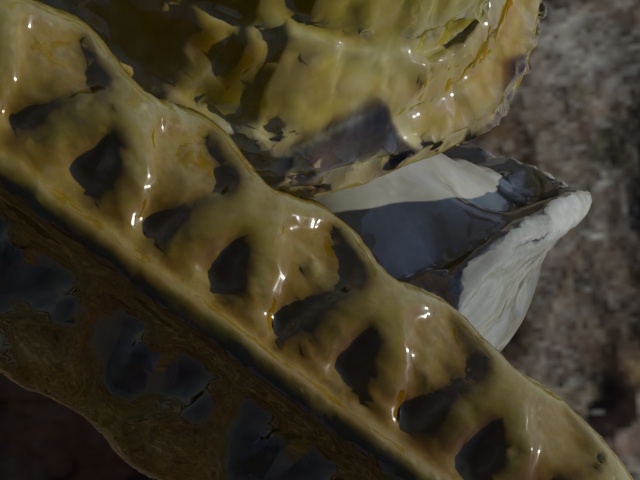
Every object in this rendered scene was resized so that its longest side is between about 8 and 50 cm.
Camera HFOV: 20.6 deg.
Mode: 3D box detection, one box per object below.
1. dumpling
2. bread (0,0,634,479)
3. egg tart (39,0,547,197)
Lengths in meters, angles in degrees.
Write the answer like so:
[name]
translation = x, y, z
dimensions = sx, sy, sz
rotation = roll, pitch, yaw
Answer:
[dumpling]
translation = 0.000, -0.005, 0.856
dimensions = 0.227, 0.243, 0.175
rotation = -43, 150, -43
[bread]
translation = -0.056, 0.003, 0.471
dimensions = 0.367, 0.077, 0.084
rotation = 37, 62, -11
[egg tart]
translation = -0.017, -0.155, 0.689
dimensions = 0.290, 0.115, 0.290
rotation = 15, 59, -27
